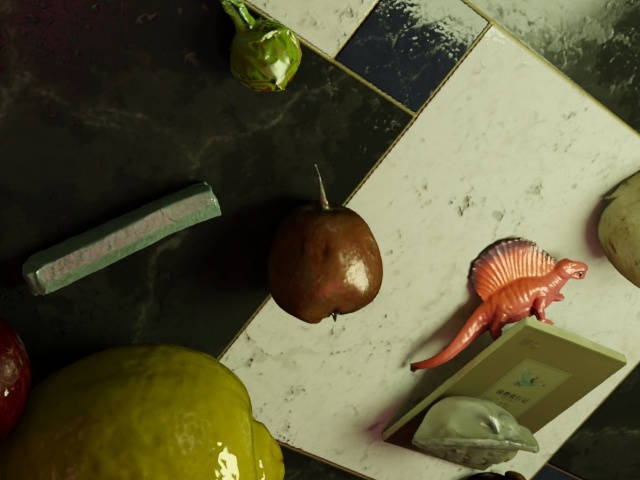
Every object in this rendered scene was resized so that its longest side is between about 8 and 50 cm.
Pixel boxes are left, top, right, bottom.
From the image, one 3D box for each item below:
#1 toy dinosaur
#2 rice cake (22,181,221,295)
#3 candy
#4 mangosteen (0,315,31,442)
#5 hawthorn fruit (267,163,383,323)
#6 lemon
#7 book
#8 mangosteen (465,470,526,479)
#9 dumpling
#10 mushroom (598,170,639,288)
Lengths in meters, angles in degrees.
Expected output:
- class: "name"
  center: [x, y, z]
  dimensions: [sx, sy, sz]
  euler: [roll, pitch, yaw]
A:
- class: "toy dinosaur"
  center: [0.236, 0.078, 1.759]
  dimensions: [0.286, 0.070, 0.139]
  euler: [-24, 118, 1]
- class: "rice cake"
  center: [-0.237, -0.003, 1.495]
  dimensions: [0.245, 0.042, 0.045]
  euler: [-25, 126, -6]
- class: "candy"
  center: [-0.104, -0.270, 1.365]
  dimensions: [0.077, 0.073, 0.262]
  euler: [-44, 124, -15]
- class: "mangosteen"
  center: [-0.437, 0.128, 1.401]
  dimensions: [0.215, 0.215, 0.257]
  euler: [-14, 104, -15]
- class: "hawthorn fruit"
  center: [0.011, 0.012, 1.569]
  dimensions: [0.149, 0.149, 0.189]
  euler: [14, 86, -31]
- class: "lemon"
  center: [-0.218, 0.283, 1.520]
  dimensions: [0.348, 0.348, 0.348]
  euler: [-12, 126, -17]
- class: "book"
  center: [0.267, 0.231, 1.841]
  dimensions: [0.217, 0.021, 0.310]
  euler: [22, 128, -34]
- class: "mangosteen"
  center: [0.281, 0.413, 1.968]
  dimensions: [0.140, 0.140, 0.140]
  euler: [-12, 126, -17]
- class: "dumpling"
  center: [0.223, 0.269, 1.768]
  dimensions: [0.176, 0.150, 0.092]
  euler: [29, 69, -33]
- class: "mushroom"
  center: [0.531, 0.003, 1.750]
  dimensions: [0.254, 0.189, 0.195]
  euler: [-19, 126, -8]
